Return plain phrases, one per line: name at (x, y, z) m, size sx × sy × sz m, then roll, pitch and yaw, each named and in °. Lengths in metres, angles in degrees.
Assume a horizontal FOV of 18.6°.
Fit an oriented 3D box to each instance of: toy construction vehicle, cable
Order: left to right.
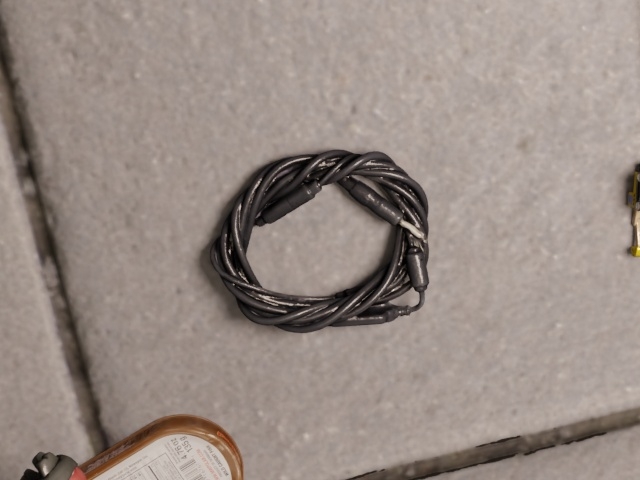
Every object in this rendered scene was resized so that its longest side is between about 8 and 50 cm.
cable at (0.000, 0.000, 1.628) m, size 0.184 × 0.047 × 0.150 m, roll -2°, pitch 102°, yaw -3°
toy construction vehicle at (0.302, -0.035, 1.651) m, size 0.086 × 0.035 × 0.098 m, roll -4°, pitch 105°, yaw -14°

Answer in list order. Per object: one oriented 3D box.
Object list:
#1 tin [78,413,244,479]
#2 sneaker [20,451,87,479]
tin at (-0.154, 0.224, 1.672) m, size 0.190 × 0.040 × 0.106 m, roll -32°, pitch 98°, yaw 3°
sneaker at (-0.225, 0.296, 1.617) m, size 0.135 × 0.097 × 0.276 m, roll 25°, pitch 119°, yaw 5°
